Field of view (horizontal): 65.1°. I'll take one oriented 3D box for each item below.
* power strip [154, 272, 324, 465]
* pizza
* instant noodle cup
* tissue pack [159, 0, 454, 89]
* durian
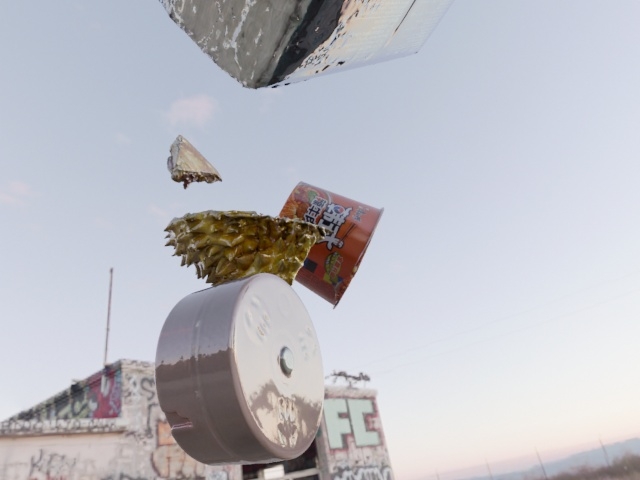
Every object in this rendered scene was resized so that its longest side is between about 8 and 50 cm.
[{"bbox_3d":[-0.059,0.106,0.425,0.078,0.154,0.154,-17,-31,23],"label":"power strip"},{"bbox_3d":[-0.319,-0.170,1.192,0.069,0.194,0.154,-38,-77,16],"label":"pizza"},{"bbox_3d":[0.000,0.000,1.098,0.192,0.250,0.250,26,-36,2],"label":"instant noodle cup"},{"bbox_3d":[0.025,-0.395,0.683,0.416,0.253,0.264,-30,-18,-44],"label":"tissue pack"},{"bbox_3d":[-0.160,0.012,0.840,0.195,0.186,0.305,37,-26,-33],"label":"durian"}]
